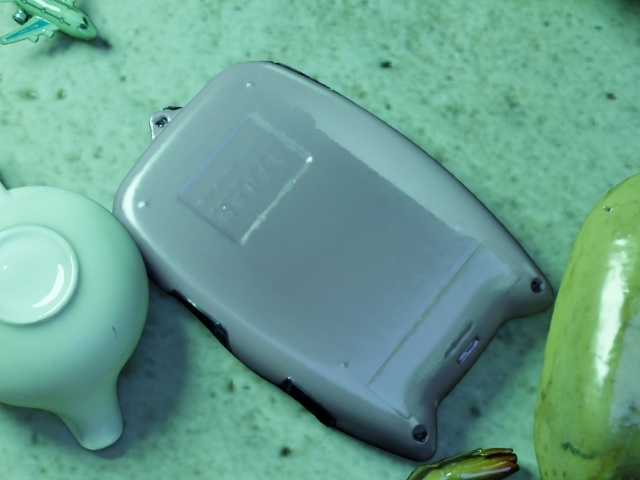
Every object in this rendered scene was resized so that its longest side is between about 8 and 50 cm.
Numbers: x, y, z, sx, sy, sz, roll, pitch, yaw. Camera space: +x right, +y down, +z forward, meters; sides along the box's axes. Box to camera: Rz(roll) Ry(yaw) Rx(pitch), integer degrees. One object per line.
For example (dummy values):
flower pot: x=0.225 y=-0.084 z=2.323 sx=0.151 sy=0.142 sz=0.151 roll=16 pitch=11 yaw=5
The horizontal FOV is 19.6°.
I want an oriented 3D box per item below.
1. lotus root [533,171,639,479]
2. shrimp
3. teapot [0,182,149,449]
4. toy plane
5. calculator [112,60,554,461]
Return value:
lotus root: x=0.227 y=0.064 z=1.175 sx=0.160 sy=0.146 sz=0.284 roll=19 pitch=72 yaw=-7
shrimp: x=0.127 y=0.197 z=1.192 sx=0.178 sy=0.034 sz=0.124 roll=9 pitch=67 yaw=5
teapot: x=-0.188 y=0.025 z=1.202 sx=0.145 sy=0.092 sz=0.226 roll=-20 pitch=72 yaw=-9
toy plane: x=-0.190 y=-0.161 z=1.284 sx=0.083 sy=0.033 sz=0.080 roll=31 pitch=74 yaw=0
calculator: x=0.000 y=0.000 z=1.238 sx=0.294 sy=0.043 sz=0.194 roll=37 pitch=76 yaw=10
